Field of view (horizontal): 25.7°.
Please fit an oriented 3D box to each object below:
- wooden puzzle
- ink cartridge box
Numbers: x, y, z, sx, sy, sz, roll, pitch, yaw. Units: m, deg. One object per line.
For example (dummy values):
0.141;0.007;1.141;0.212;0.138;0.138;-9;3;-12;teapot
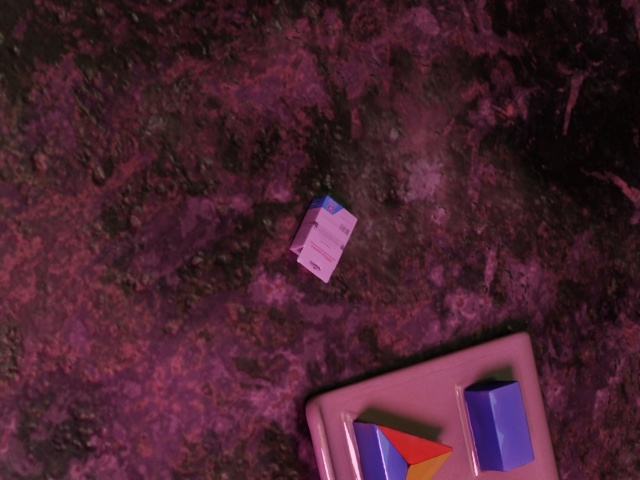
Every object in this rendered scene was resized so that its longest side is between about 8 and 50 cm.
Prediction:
0.160;0.290;1.550;0.348;0.080;0.322;-14;93;-37;wooden puzzle
0.000;0.000;1.498;0.048;0.028;0.083;38;64;-27;ink cartridge box
